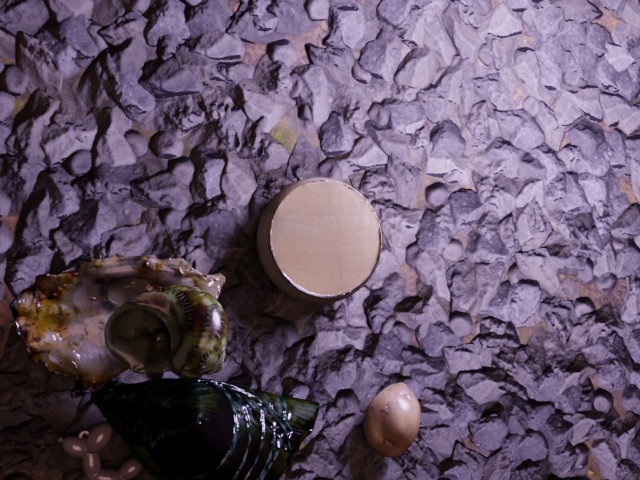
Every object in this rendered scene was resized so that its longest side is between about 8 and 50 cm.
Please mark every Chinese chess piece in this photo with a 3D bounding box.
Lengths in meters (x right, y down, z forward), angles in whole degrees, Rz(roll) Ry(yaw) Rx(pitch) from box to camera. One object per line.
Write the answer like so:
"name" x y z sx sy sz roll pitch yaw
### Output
"Chinese chess piece" 0.000 0.000 1.478 0.249 0.103 0.250 1 86 -19

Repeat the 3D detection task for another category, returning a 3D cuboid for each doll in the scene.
"doll" -0.392 0.402 1.340 0.161 0.059 0.160 13 83 -18

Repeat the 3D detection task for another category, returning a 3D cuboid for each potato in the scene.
"potato" 0.148 0.360 1.509 0.112 0.112 0.147 15 89 -18

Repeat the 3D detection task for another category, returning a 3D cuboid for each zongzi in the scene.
"zongzi" -0.175 0.338 1.259 0.383 0.362 0.319 35 70 -21

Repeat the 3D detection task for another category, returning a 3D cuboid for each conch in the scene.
"conch" -0.243 0.161 1.269 0.187 0.124 0.181 -35 87 5

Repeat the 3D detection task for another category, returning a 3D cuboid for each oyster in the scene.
"oyster" -0.355 0.108 1.348 0.361 0.096 0.221 -30 101 -17
